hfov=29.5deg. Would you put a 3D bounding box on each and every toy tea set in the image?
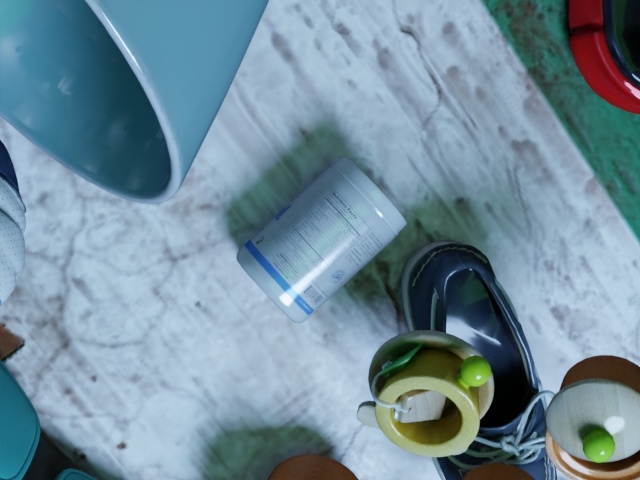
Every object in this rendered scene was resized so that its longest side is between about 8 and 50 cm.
[{"bbox_3d":[0.076,0.184,0.815,0.200,0.124,0.336,32,124,-8],"label":"toy tea set"}]

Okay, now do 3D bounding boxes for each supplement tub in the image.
[{"bbox_3d":[0.000,0.000,0.861,0.107,0.071,0.071,-43,103,-2],"label":"supplement tub"}]

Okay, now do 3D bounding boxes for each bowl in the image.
[{"bbox_3d":[-0.145,-0.186,0.713,0.163,0.311,0.311,-47,104,-19],"label":"bowl"}]

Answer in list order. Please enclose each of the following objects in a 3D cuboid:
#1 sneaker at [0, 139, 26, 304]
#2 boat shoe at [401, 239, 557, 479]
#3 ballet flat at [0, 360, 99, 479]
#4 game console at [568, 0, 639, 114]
[{"bbox_3d":[-0.331,0.021,0.716,0.322,0.236,0.130,-25,144,-7],"label":"sneaker"},{"bbox_3d":[0.127,0.123,0.899,0.095,0.079,0.254,-14,101,-7],"label":"boat shoe"},{"bbox_3d":[-0.223,0.178,0.847,0.124,0.116,0.342,-39,108,18],"label":"ballet flat"},{"bbox_3d":[0.368,-0.270,0.895,0.386,0.060,0.342,-4,95,-10],"label":"game console"}]
